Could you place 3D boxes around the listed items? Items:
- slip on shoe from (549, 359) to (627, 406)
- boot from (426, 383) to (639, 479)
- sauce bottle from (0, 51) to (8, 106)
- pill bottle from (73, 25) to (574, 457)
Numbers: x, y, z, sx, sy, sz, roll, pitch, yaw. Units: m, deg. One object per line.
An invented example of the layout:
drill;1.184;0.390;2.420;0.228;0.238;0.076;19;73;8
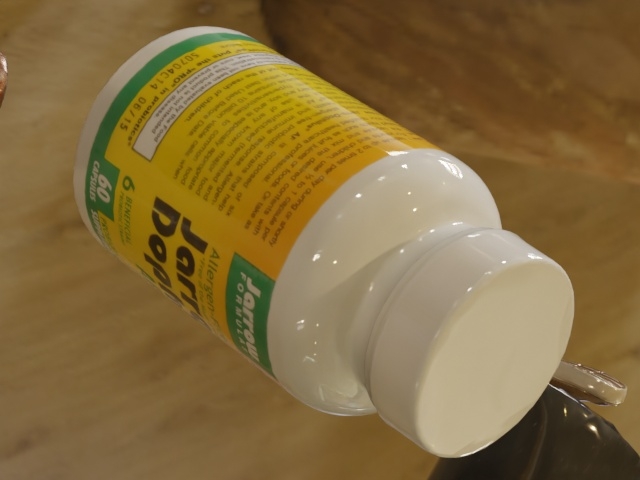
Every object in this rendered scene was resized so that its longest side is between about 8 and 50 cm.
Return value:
slip on shoe;0.155;0.099;1.203;0.051;0.135;0.041;16;91;-43
boot;0.010;0.257;0.944;0.445;0.146;0.367;-50;140;-9
sauce bottle;-0.182;-0.074;0.654;0.128;0.042;0.042;20;84;-32
pill bottle;0.000;0.000;0.719;0.117;0.208;0.118;-27;134;-32
